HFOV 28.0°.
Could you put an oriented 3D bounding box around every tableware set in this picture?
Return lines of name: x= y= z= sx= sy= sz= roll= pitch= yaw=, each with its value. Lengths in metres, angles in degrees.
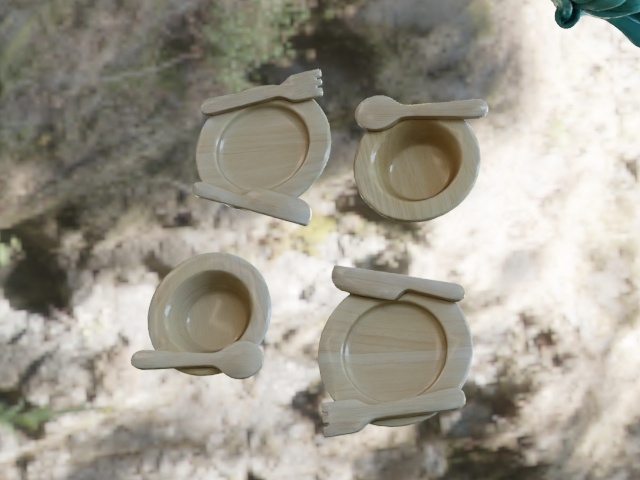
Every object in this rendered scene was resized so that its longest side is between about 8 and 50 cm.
tableware set: x=0.000 y=0.000 z=0.547 sx=0.020 sy=0.141 sz=0.169 roll=57 pitch=40 yaw=-63

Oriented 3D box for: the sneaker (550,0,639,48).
sneaker: x=0.130 y=-0.166 z=0.636 sx=0.107 sy=0.275 sz=0.110 roll=-27 pitch=-112 yaw=32
